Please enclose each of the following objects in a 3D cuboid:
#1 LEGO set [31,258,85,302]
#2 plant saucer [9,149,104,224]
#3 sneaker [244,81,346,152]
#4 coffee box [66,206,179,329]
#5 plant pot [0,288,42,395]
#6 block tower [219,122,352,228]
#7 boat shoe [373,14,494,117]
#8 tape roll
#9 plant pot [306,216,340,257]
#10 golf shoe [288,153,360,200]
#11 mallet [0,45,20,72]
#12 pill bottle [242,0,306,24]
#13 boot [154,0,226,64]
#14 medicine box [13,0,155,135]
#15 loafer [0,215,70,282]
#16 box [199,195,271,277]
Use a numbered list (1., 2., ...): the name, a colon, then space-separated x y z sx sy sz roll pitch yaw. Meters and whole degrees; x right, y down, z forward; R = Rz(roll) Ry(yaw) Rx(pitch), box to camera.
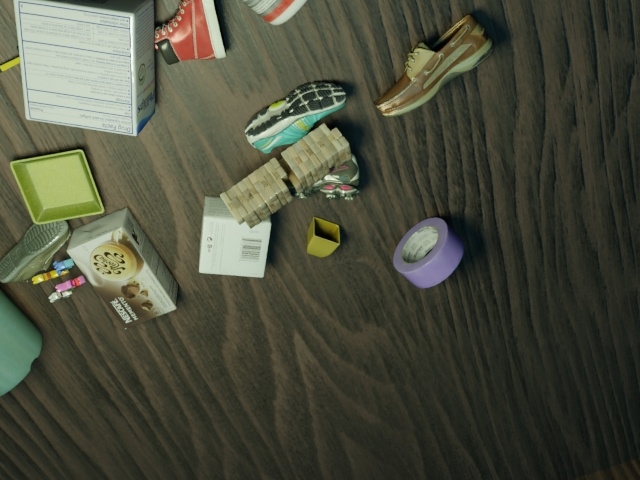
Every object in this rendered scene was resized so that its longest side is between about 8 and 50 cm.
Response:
1. LEGO set: -0.719 0.111 1.992 0.093 0.227 0.087 -20 86 -32
2. plant saucer: -0.675 -0.145 1.907 0.188 0.045 0.188 -10 122 0
3. sneaker: -0.057 -0.310 1.863 0.275 0.107 0.110 -24 142 13
4. coffee box: -0.533 0.080 2.021 0.168 0.119 0.297 -22 121 7
5. plant pot: -0.953 0.240 1.968 0.341 0.341 0.334 -25 129 9
6. block tower: -0.084 -0.161 1.859 0.335 0.091 0.097 -34 160 -4
7. boat shoe: 0.263 -0.430 1.805 0.324 0.122 0.120 -35 114 6
8. tape roll: 0.300 0.034 2.050 0.189 0.189 0.080 -41 118 18
9. plant pot: 0.000 0.000 2.061 0.081 0.081 0.083 19 129 -17
10. golf shoe: -0.030 -0.170 1.952 0.273 0.105 0.120 2 89 4
11. mallet: -0.743 -0.402 1.745 0.190 0.039 0.062 -27 118 15
12. pill bottle: -0.173 -0.644 1.553 0.363 0.210 0.210 33 113 -24
13. boot: -0.324 -0.523 1.688 0.176 0.088 0.244 -8 126 0
14. medicine box: -0.523 -0.408 1.669 0.264 0.149 0.289 9 122 2
15. loafer: -0.763 0.027 1.993 0.251 0.094 0.087 -36 153 14
16. box: -0.233 -0.010 2.000 0.182 0.119 0.181 5 121 -9
